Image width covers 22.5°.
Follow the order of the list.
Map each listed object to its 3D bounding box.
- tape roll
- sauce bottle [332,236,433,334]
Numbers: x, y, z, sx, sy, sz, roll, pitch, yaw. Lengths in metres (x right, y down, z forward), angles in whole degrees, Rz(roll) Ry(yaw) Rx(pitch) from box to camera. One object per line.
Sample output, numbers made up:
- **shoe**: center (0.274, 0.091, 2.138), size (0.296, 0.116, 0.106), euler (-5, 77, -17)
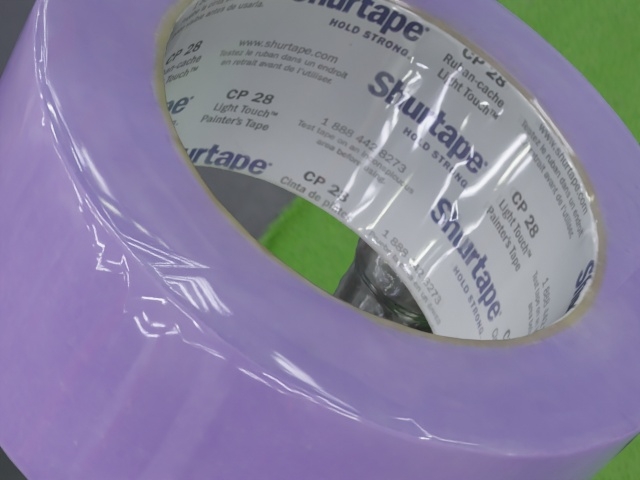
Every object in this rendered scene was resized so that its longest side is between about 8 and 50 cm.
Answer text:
- **tape roll**: center (0.000, 0.000, 0.428), size (0.189, 0.189, 0.080), euler (53, 131, 22)
- **sauce bottle**: center (-0.010, 0.123, 0.959), size (0.111, 0.111, 0.344), euler (43, 126, 22)
